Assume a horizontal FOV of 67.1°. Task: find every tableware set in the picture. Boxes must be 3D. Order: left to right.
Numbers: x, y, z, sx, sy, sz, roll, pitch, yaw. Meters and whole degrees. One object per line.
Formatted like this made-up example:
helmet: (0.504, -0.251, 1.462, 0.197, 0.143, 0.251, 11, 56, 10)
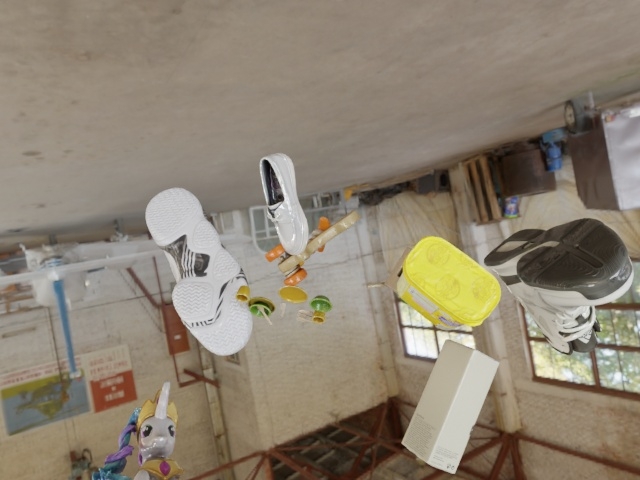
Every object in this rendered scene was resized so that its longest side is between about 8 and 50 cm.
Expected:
tableware set: (-0.061, 0.106, 0.779, 0.154, 0.024, 0.104, 14, 140, -2)

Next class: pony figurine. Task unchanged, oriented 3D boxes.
pony figurine: (-0.245, 0.439, 0.708, 0.302, 0.351, 0.363, 8, -168, -23)

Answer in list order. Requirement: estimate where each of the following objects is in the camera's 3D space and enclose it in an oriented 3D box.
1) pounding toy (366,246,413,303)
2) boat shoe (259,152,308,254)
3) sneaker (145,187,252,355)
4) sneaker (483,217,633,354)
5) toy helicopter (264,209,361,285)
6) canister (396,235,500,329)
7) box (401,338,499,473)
pounding toy: (0.216, 0.100, 1.202, 0.130, 0.141, 0.100, 36, 176, -39)
boat shoe: (-0.069, -0.061, 0.851, 0.066, 0.184, 0.063, 1, -169, 34)
sneaker: (-0.226, 0.079, 0.984, 0.137, 0.366, 0.210, -27, 155, -9)
sneaker: (0.499, 0.107, 0.930, 0.169, 0.258, 0.447, -39, 180, 3)
toy helicopter: (0.000, 0.000, 1.602, 0.355, 0.140, 0.235, -34, -177, 33)
canister: (0.172, 0.069, 0.690, 0.073, 0.126, 0.170, -50, 168, -9)
box: (0.304, 0.383, 1.134, 0.094, 0.275, 0.113, 30, 172, -22)
